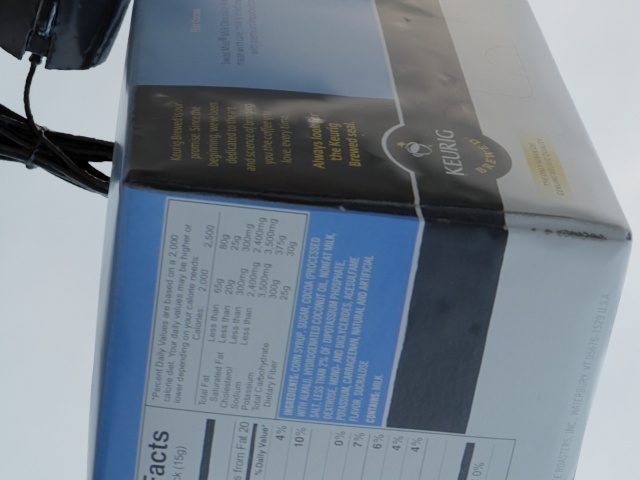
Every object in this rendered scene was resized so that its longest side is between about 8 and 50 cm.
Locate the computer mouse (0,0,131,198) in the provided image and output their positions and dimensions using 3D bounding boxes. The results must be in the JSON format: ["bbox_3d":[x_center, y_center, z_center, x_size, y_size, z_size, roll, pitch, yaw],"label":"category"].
[{"bbox_3d":[-0.134,-0.151,1.101,0.060,0.184,0.262,-108,-138,-82],"label":"computer mouse"}]

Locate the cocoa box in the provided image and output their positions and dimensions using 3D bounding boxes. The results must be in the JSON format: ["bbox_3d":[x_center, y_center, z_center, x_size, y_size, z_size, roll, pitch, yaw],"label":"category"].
[{"bbox_3d":[0.000,0.000,0.916,0.347,0.228,0.231,-97,-166,-61],"label":"cocoa box"}]
